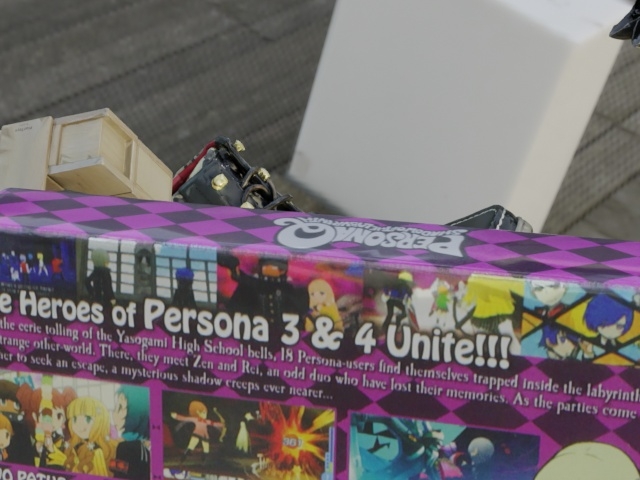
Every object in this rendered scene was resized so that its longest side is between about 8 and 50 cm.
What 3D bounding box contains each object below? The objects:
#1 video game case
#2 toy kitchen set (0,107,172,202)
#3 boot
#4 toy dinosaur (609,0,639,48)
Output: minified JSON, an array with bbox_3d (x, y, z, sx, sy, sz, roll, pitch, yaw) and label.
[{"bbox_3d":[0.014,0.097,0.381,0.232,0.210,0.042,5,19,14],"label":"video game case"},{"bbox_3d":[-0.132,-0.016,0.706,0.083,0.075,0.068,-9,63,20],"label":"toy kitchen set"},{"bbox_3d":[-0.001,0.001,0.872,0.178,0.236,0.085,46,41,-14],"label":"boot"},{"bbox_3d":[0.335,-0.130,0.993,0.218,0.164,0.322,41,26,-34],"label":"toy dinosaur"}]
